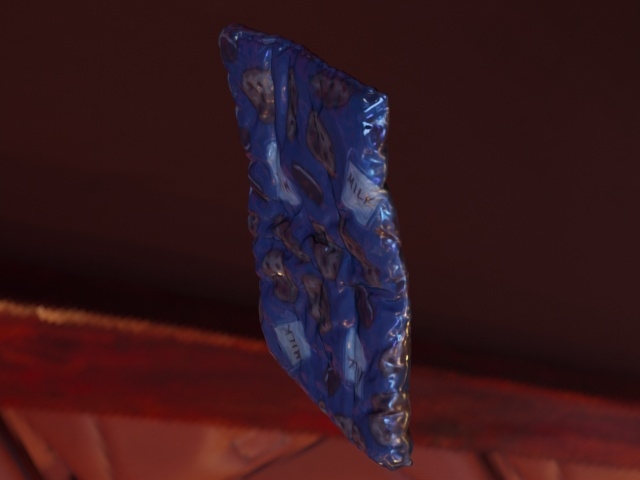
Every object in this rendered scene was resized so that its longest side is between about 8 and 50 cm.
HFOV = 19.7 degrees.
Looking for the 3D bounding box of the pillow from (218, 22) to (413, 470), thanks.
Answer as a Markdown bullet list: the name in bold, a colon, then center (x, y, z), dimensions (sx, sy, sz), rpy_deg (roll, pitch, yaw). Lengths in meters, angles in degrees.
- **pillow**: center (0.001, 0.002, 1.133), dimensions (0.034, 0.256, 0.189), rpy_deg (-17, -152, -25)
